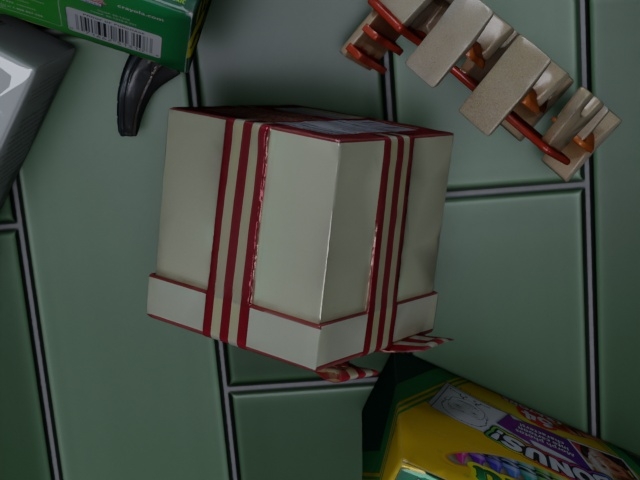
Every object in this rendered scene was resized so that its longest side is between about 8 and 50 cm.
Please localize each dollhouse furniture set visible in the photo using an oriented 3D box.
[{"bbox_3d":[0.159,-0.166,1.206,0.259,0.262,0.135,46,105,25],"label":"dollhouse furniture set"}]

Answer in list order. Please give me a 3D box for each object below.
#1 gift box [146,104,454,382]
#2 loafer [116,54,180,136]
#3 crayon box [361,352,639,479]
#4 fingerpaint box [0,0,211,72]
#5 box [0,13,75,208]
[{"bbox_3d":[0.000,0.000,1.219,0.255,0.276,0.258,16,104,39],"label":"gift box"},{"bbox_3d":[-0.187,-0.194,1.292,0.061,0.062,0.170,14,105,-7],"label":"loafer"},{"bbox_3d":[0.227,0.281,1.266,0.363,0.313,0.106,24,103,-5],"label":"crayon box"},{"bbox_3d":[-0.281,-0.415,1.102,0.445,0.163,0.371,18,75,-5],"label":"fingerpaint box"},{"bbox_3d":[-0.449,-0.099,1.256,0.215,0.168,0.345,29,106,-5],"label":"box"}]
